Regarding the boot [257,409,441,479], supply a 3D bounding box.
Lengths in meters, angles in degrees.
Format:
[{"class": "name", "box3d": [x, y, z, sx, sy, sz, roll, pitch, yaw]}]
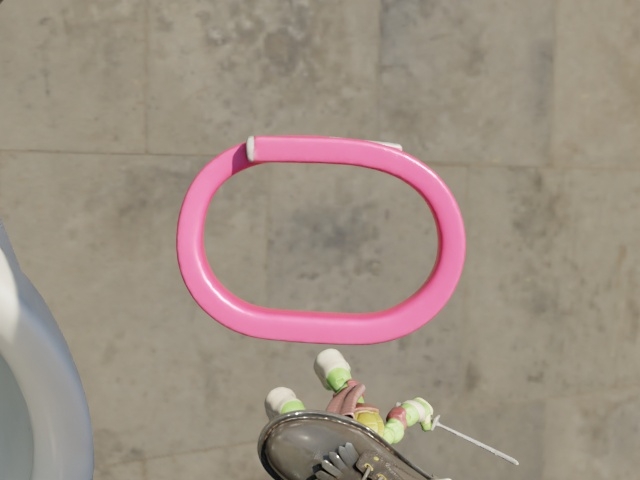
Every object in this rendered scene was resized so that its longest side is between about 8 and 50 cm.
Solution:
[{"class": "boot", "box3d": [0.064, 0.243, 1.102, 0.263, 0.229, 0.091, 26, 89, -2]}]

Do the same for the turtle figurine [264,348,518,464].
[{"class": "turtle figurine", "box3d": [0.056, 0.283, 1.612, 0.274, 0.266, 0.198, 17, 106, -34]}]

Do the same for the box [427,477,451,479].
[{"class": "box", "box3d": [-0.002, 0.288, 0.746, 0.063, 0.067, 0.324, 49, 59, -13]}]

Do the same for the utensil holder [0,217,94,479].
[{"class": "utensil holder", "box3d": [-0.307, -0.007, 0.518, 0.327, 0.385, 0.328, -16, 134, -17]}]

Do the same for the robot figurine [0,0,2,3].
[{"class": "robot figurine", "box3d": [-0.244, -0.249, 0.736, 0.209, 0.278, 0.174, 44, 41, -19]}]

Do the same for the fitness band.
[{"class": "fitness band", "box3d": [0.000, 0.000, 1.216, 0.290, 0.054, 0.209, 3, 95, 0]}]
